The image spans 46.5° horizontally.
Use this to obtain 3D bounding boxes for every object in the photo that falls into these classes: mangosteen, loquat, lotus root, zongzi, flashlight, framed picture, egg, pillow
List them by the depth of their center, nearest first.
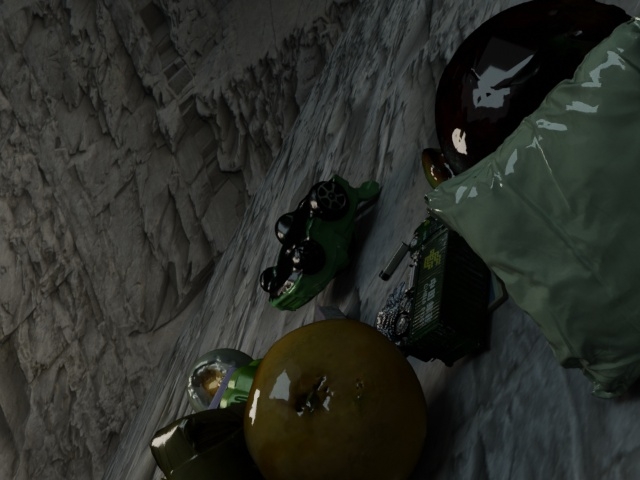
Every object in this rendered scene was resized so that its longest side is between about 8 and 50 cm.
[{"bbox_3d":[0.279,-0.025,0.697,0.310,0.283,0.138,-48,-5,37],"label":"pillow"},{"bbox_3d":[0.277,-0.135,0.895,0.311,0.311,0.311,-53,17,24],"label":"mangosteen"},{"bbox_3d":[0.024,0.242,1.046,0.263,0.263,0.263,-53,17,24],"label":"loquat"},{"bbox_3d":[0.237,0.070,1.137,0.109,0.011,0.149,-51,18,32],"label":"framed picture"},{"bbox_3d":[-0.090,0.377,1.144,0.145,0.300,0.273,-35,71,31],"label":"zongzi"},{"bbox_3d":[-0.073,0.321,1.425,0.186,0.186,0.186,-53,17,24],"label":"lotus root"},{"bbox_3d":[0.144,0.041,1.464,0.083,0.018,0.018,-57,17,12],"label":"flashlight"},{"bbox_3d":[-0.217,0.346,1.759,0.183,0.183,0.217,-61,-19,-3],"label":"egg"}]

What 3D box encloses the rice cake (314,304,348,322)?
[{"bbox_3d":[0.031,0.182,1.397,0.365,0.056,0.072,-127,37,-80],"label":"rice cake"}]

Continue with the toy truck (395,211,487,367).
[{"bbox_3d":[0.185,0.063,1.132,0.121,0.088,0.259,-46,23,45],"label":"toy truck"}]

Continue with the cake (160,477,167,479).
[{"bbox_3d":[-0.382,0.669,1.830,0.185,0.116,0.079,-47,21,26],"label":"cake"}]

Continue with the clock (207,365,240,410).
[{"bbox_3d":[-0.173,0.385,1.608,0.193,0.145,0.073,-63,16,-11],"label":"clock"}]

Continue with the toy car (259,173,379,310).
[{"bbox_3d":[0.000,0.000,1.725,0.213,0.177,0.358,-40,29,52],"label":"toy car"}]

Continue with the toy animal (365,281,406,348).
[{"bbox_3d":[0.112,0.167,1.256,0.108,0.062,0.220,-159,85,-72],"label":"toy animal"}]
